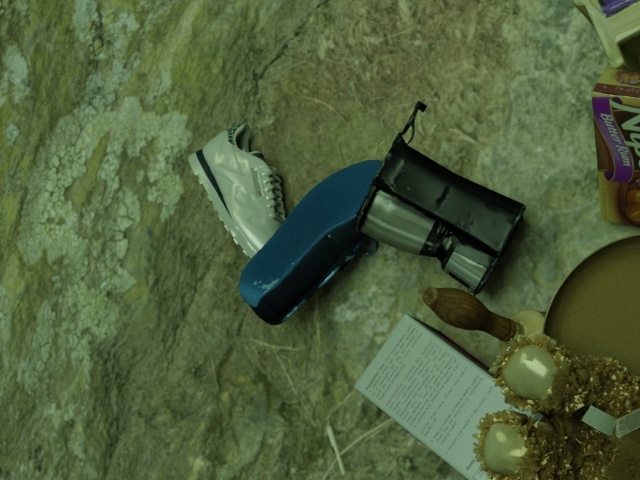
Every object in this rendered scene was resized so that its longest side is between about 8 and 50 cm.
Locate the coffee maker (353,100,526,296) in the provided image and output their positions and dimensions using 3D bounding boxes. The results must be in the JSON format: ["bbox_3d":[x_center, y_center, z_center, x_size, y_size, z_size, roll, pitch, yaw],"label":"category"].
[{"bbox_3d":[0.151,-0.046,1.512,0.178,0.120,0.171,27,111,5],"label":"coffee maker"}]

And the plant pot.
[{"bbox_3d":[0.348,0.105,1.382,0.236,0.032,0.236,-1,100,-8],"label":"plant pot"}]

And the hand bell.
[{"bbox_3d":[0.198,0.096,1.393,0.126,0.242,0.126,-22,57,39],"label":"hand bell"}]

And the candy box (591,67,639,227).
[{"bbox_3d":[0.366,-0.097,1.415,0.109,0.186,0.053,13,48,29],"label":"candy box"}]

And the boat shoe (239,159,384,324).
[{"bbox_3d":[0.000,0.000,1.620,0.258,0.089,0.109,-39,45,-13],"label":"boat shoe"}]

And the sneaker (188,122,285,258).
[{"bbox_3d":[-0.089,-0.054,1.691,0.095,0.090,0.235,-34,65,4],"label":"sneaker"}]

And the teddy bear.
[{"bbox_3d":[0.327,0.202,1.337,0.338,0.113,0.245,-3,94,-1],"label":"teddy bear"}]

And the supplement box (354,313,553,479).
[{"bbox_3d":[0.166,0.197,1.474,0.220,0.111,0.114,35,93,29],"label":"supplement box"}]

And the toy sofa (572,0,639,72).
[{"bbox_3d":[0.471,-0.319,1.423,0.362,0.150,0.177,-27,65,23],"label":"toy sofa"}]
